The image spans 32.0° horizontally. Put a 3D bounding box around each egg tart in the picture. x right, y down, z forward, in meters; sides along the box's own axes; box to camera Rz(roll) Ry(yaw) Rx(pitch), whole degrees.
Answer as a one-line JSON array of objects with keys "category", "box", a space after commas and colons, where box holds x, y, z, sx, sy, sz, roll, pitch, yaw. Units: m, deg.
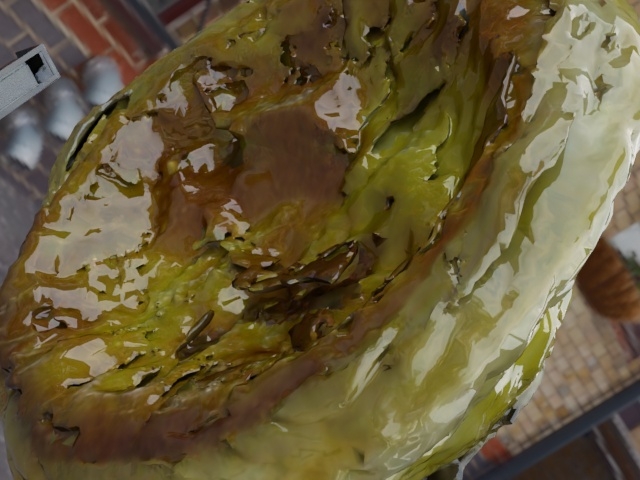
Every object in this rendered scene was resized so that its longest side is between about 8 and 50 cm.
[{"category": "egg tart", "box": [0.000, 0.000, 0.440, 0.115, 0.290, 0.290, 49, 10, -38]}]

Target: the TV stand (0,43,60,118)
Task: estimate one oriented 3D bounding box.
[{"category": "TV stand", "box": [-0.356, -0.120, 1.093, 0.256, 0.049, 0.040, -50, 124, -46]}]
